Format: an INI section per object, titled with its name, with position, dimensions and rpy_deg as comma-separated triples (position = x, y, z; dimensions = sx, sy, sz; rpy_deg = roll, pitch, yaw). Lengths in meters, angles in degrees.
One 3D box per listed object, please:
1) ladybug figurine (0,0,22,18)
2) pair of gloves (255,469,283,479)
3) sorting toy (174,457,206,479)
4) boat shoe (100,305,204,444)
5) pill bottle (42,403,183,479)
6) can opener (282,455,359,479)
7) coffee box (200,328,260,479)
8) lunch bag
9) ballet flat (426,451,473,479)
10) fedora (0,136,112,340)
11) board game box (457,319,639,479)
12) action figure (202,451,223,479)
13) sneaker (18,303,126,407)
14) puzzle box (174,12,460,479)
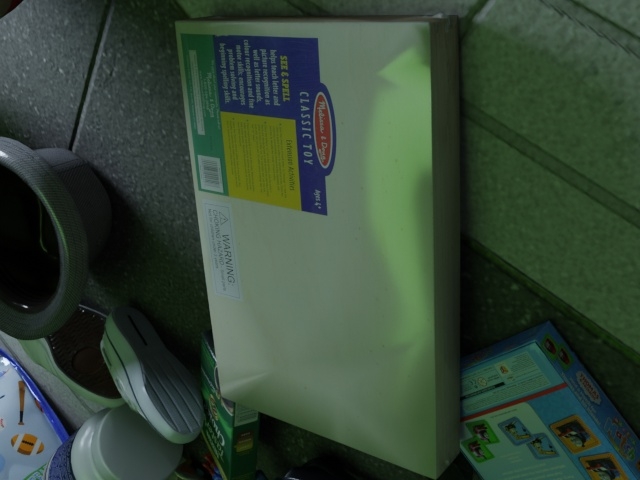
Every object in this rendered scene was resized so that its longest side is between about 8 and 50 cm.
[ladybug figurine]
position = -0.417, -0.389, 0.759
dimensions = 0.449, 0.162, 0.305
rpy_deg = 46, 129, 8
[pair of gloves]
position = -0.023, 0.378, 0.998
dimensions = 0.159, 0.023, 0.198
rpy_deg = 26, 145, 30
[sorting toy]
position = -0.184, 0.375, 1.153
dimensions = 0.075, 0.045, 0.083
rpy_deg = 30, 132, 13
[boat shoe]
position = -0.224, 0.187, 1.005
dimensions = 0.226, 0.083, 0.075
rpy_deg = 53, 125, 37
[pill bottle]
position = -0.314, 0.338, 1.154
dimensions = 0.153, 0.153, 0.265
rpy_deg = 51, 137, 3
[can opener]
position = 0.047, 0.307, 0.899
dimensions = 0.186, 0.073, 0.059
rpy_deg = 14, 117, 23
[coffee box]
position = -0.115, 0.212, 0.955
dimensions = 0.113, 0.041, 0.184
rpy_deg = 52, 146, 43
[lunch bag]
position = -0.599, 0.408, 1.396
dimensions = 0.385, 0.239, 0.327
rpy_deg = 51, 140, 26
[ballet flat]
position = 0.106, 0.184, 0.784
dimensions = 0.173, 0.058, 0.049
rpy_deg = 61, 170, -3
[fedora]
position = -0.363, -0.017, 0.988
dimensions = 0.244, 0.124, 0.275
rpy_deg = 37, 126, 13
[board game box]
position = 0.206, 0.190, 0.700
dimensions = 0.211, 0.039, 0.160
rpy_deg = 54, 137, 0
[action figure]
position = -0.123, 0.348, 1.081
dimensions = 0.115, 0.030, 0.038
rpy_deg = 45, 133, 30
[sneaker]
position = -0.364, 0.159, 1.136
dimensions = 0.290, 0.106, 0.123
rpy_deg = 35, 147, 26
[puzzle box]
position = 0.000, 0.000, 0.709
dimensions = 0.272, 0.052, 0.408
rpy_deg = 13, 117, 35
